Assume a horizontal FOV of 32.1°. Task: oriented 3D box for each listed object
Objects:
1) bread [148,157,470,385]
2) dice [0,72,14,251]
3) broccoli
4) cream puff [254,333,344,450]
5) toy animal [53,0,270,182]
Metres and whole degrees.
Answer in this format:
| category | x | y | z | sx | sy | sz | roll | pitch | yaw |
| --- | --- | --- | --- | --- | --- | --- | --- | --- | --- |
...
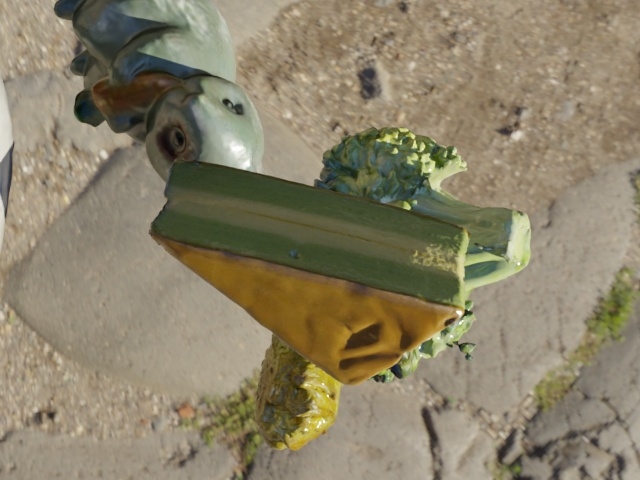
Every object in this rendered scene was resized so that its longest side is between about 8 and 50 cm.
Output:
| category | x | y | z | sx | sy | sz | roll | pitch | yaw |
| --- | --- | --- | --- | --- | --- | --- | --- | --- | --- |
| bread | -0.004 | -0.003 | 0.555 | 0.139 | 0.074 | 0.084 | 39 | 125 | -19 |
| dice | -0.350 | -0.045 | 0.527 | 0.277 | 0.304 | 0.304 | -26 | 145 | -50 |
| broccoli | 0.126 | 0.017 | 1.429 | 0.293 | 0.280 | 0.348 | 62 | 38 | -40 |
| cream puff | -0.012 | 0.099 | 0.751 | 0.058 | 0.083 | 0.083 | 15 | 110 | -14 |
| toy animal | -0.095 | -0.097 | 0.840 | 0.127 | 0.251 | 0.125 | -45 | 157 | 12 |
